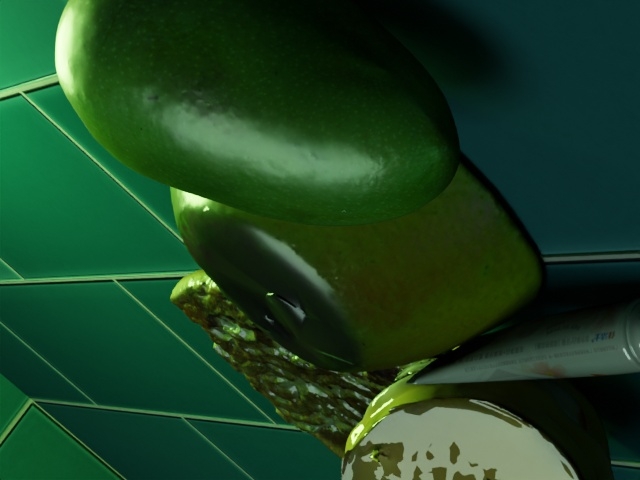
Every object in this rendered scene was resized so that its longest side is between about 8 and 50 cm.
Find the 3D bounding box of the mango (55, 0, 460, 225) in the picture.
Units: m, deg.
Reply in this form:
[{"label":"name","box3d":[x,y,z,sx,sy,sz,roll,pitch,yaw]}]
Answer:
[{"label":"mango","box3d":[-0.052,-0.127,1.583,0.382,0.201,0.225,22,129,28]}]

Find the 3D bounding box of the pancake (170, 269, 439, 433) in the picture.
[{"label":"pancake","box3d":[0.029,0.145,2.248,0.427,0.067,0.305,10,145,40]}]

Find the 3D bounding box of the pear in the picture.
[{"label":"pear","box3d":[0.001,0.003,1.840,0.399,0.165,0.399,31,160,13]}]

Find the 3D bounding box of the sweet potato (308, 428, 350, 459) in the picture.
[{"label":"sweet potato","box3d":[0.079,0.259,2.404,0.292,0.097,0.097,18,154,40]}]

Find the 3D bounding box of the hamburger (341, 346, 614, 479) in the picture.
[{"label":"hamburger","box3d":[0.166,0.227,1.974,0.276,0.237,0.276,6,112,16]}]

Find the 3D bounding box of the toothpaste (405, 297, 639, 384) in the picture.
[{"label":"toothpaste","box3d":[0.213,0.096,1.772,0.323,0.100,0.066,-12,106,51]}]
